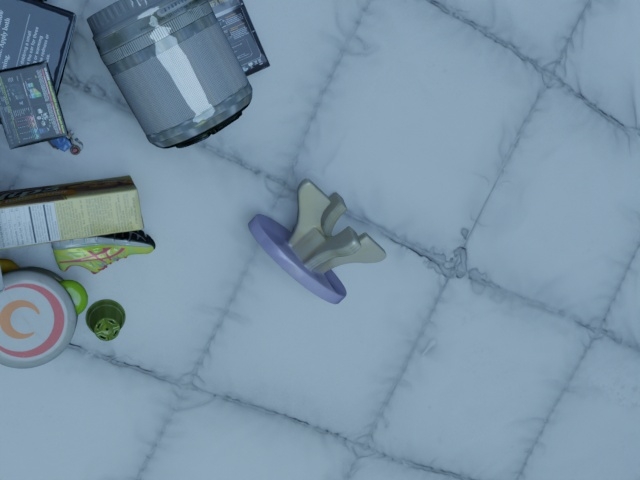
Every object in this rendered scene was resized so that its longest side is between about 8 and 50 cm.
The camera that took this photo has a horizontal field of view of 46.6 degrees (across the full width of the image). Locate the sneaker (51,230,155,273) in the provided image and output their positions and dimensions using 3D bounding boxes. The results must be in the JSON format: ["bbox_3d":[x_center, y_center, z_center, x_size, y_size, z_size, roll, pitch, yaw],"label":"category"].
[{"bbox_3d":[-0.447,0.024,1.535,0.209,0.081,0.094,0,111,-12],"label":"sneaker"}]

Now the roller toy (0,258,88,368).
[{"bbox_3d":[-0.586,0.149,1.477,0.209,0.146,0.191,18,88,-16],"label":"roller toy"}]

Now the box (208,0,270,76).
[{"bbox_3d":[-0.243,-0.392,1.503,0.231,0.056,0.183,-28,109,-10],"label":"box"}]

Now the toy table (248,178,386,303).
[{"bbox_3d":[0.000,0.000,1.596,0.161,0.252,0.274,-43,126,13],"label":"toy table"}]

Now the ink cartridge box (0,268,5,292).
[{"bbox_3d":[-0.762,-0.028,1.257,0.395,0.166,0.285,2,107,21],"label":"ink cartridge box"}]

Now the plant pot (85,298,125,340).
[{"bbox_3d":[-0.451,0.176,1.564,0.083,0.079,0.083,-5,106,-17],"label":"plant pot"}]

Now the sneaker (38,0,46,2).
[{"bbox_3d":[-0.532,-0.505,1.364,0.073,0.063,0.162,-3,70,-4],"label":"sneaker"}]

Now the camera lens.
[{"bbox_3d":[-0.269,-0.323,1.363,0.219,0.219,0.274,-30,111,-9],"label":"camera lens"}]

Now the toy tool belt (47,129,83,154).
[{"bbox_3d":[-0.509,-0.198,1.466,0.052,0.051,0.083,-44,113,-4],"label":"toy tool belt"}]

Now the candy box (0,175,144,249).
[{"bbox_3d":[-0.513,-0.054,1.430,0.317,0.183,0.087,-10,105,-16],"label":"candy box"}]

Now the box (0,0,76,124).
[{"bbox_3d":[-0.638,-0.343,1.257,0.396,0.293,0.211,15,98,-21],"label":"box"}]

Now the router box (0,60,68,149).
[{"bbox_3d":[-0.460,-0.214,1.170,0.092,0.038,0.122,-15,109,-14],"label":"router box"}]
